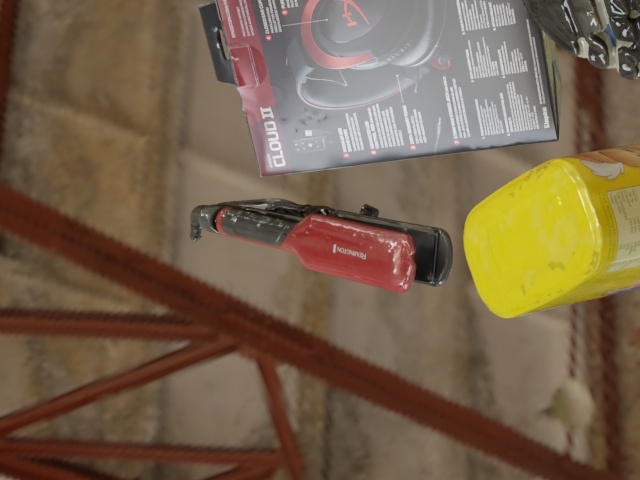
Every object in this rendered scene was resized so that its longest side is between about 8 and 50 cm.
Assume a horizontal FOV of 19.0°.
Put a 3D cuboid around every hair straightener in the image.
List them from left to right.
[{"bbox_3d":[0.000,0.000,1.325,0.089,0.230,0.047,-7,-81,-48],"label":"hair straightener"}]

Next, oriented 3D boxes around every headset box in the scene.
[{"bbox_3d":[0.043,-0.182,1.613,0.110,0.293,0.218,-75,-26,-59],"label":"headset box"}]

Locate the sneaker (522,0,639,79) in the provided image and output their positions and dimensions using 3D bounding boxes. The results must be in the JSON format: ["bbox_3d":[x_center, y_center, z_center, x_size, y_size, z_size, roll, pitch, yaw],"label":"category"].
[{"bbox_3d":[0.276,-0.202,1.193,0.130,0.330,0.147,82,171,-46],"label":"sneaker"}]

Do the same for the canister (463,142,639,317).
[{"bbox_3d":[0.177,-0.013,1.036,0.170,0.126,0.073,-11,-103,-31],"label":"canister"}]
